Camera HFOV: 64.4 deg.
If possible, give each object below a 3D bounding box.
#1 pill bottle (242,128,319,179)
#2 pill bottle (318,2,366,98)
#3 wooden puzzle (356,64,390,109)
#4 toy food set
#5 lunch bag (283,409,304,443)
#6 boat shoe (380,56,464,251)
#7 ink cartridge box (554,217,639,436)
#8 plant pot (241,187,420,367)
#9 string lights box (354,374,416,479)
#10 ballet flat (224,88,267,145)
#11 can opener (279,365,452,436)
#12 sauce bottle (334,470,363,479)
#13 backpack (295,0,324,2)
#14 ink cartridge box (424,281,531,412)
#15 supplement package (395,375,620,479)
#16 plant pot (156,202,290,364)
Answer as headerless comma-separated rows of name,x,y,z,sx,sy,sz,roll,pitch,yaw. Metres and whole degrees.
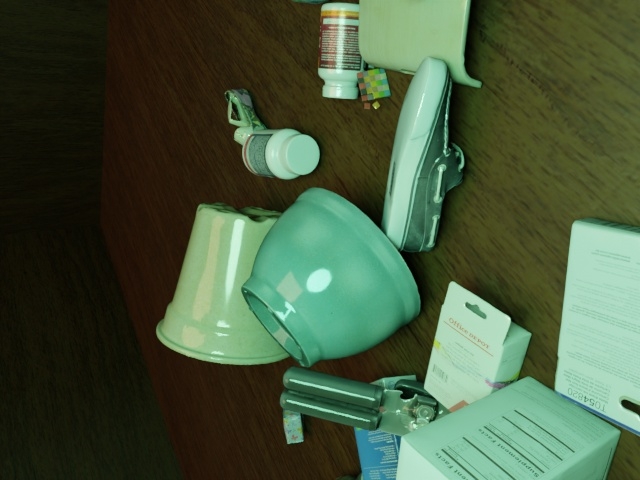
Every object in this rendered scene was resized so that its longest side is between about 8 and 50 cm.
pill bottle,-0.085,-0.187,1.099,0.180,0.107,0.108,17,112,55
pill bottle,0.039,-0.329,0.890,0.086,0.086,0.152,28,121,51
wooden puzzle,0.090,-0.265,0.865,0.006,0.049,0.084,127,131,-85
toy food set,0.158,-0.383,0.710,0.219,0.092,0.307,35,134,47
lunch bag,-0.068,0.463,1.291,0.083,0.053,0.071,-159,61,-82
boat shoe,0.161,-0.111,0.747,0.108,0.102,0.302,-89,5,-60
ink cartridge box,0.366,0.104,0.534,0.223,0.045,0.224,22,117,54
plant pot,-0.008,0.085,0.860,0.293,0.196,0.293,43,159,21
string lights box,0.131,0.384,0.897,0.133,0.076,0.260,-43,52,53
ballet flat,-0.185,-0.286,1.255,0.077,0.079,0.222,-51,56,48
can opener,0.079,0.262,0.838,0.283,0.095,0.076,11,101,11
sauce bottle,0.051,0.571,1.087,0.112,0.111,0.344,61,141,28
backpack,-0.021,-0.482,0.928,0.114,0.104,0.084,27,119,58
ink cartridge box,0.229,0.163,0.742,0.115,0.067,0.198,36,129,47
supplement package,0.223,0.287,0.618,0.133,0.243,0.139,29,121,51
plant pot,-0.192,0.078,1.182,0.333,0.333,0.306,19,103,54
